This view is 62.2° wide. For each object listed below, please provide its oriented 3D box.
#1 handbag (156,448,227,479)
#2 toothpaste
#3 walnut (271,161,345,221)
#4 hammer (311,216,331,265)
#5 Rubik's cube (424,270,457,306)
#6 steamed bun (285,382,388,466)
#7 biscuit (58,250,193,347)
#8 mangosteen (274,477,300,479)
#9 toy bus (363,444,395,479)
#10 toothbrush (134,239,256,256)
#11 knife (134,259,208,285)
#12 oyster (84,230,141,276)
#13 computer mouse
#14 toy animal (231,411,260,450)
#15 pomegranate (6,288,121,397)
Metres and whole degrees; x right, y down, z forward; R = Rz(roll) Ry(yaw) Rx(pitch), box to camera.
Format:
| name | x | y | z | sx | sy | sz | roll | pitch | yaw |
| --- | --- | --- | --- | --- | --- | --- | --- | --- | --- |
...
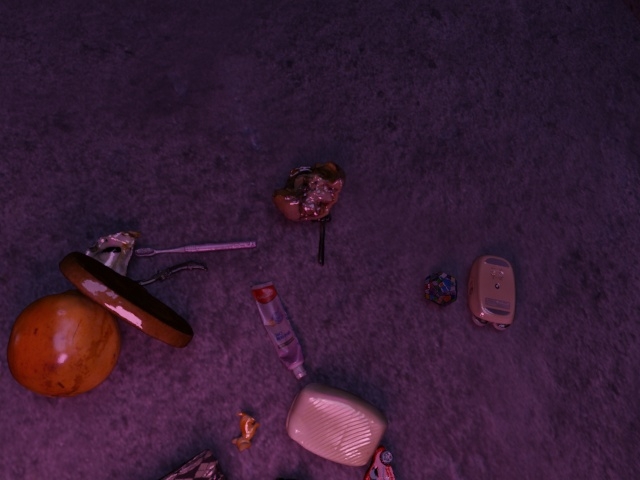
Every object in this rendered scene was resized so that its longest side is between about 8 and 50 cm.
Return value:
| name | x | y | z | sx | sy | sz | roll | pitch | yaw |
| --- | --- | --- | --- | --- | --- | --- | --- | --- | --- |
| handbag | -0.257 | 0.707 | 1.149 | 0.317 | 0.180 | 0.416 | -29 | 77 | -25 |
| toothpaste | -0.112 | 0.248 | 1.489 | 0.075 | 0.048 | 0.301 | -21 | 65 | -15 |
| walnut | -0.034 | -0.147 | 1.658 | 0.238 | 0.141 | 0.204 | -25 | 32 | -12 |
| hammer | 0.000 | 0.000 | 1.658 | 0.065 | 0.021 | 0.178 | 5 | 64 | -7 |
| Rubik's cube | 0.363 | 0.146 | 1.598 | 0.093 | 0.111 | 0.111 | 0 | 59 | 18 |
| steamed bun | 0.041 | 0.453 | 1.346 | 0.239 | 0.152 | 0.169 | 23 | 99 | 3 |
| biscuit | -0.486 | 0.151 | 1.339 | 0.367 | 0.314 | 0.063 | 38 | 82 | -20 |
| mangosteen | -0.089 | 0.629 | 1.252 | 0.151 | 0.137 | 0.137 | 10 | 54 | 35 |
| toy bus | 0.155 | 0.617 | 1.319 | 0.089 | 0.081 | 0.195 | -13 | 66 | -6 |
| toothbrush | -0.366 | 0.022 | 1.573 | 0.354 | 0.029 | 0.024 | -4 | 76 | -13 |
| knife | -0.438 | 0.092 | 1.528 | 0.222 | 0.021 | 0.045 | -13 | 68 | -17 |
| oyster | -0.602 | 0.056 | 1.498 | 0.133 | 0.072 | 0.208 | 16 | 80 | -8 |
| computer mouse | 0.525 | 0.156 | 1.628 | 0.145 | 0.082 | 0.236 | 10 | 63 | -5 |
| toy animal | -0.196 | 0.486 | 1.340 | 0.081 | 0.061 | 0.083 | 52 | 57 | -27 |
| pomegranate | -0.610 | 0.245 | 1.283 | 0.265 | 0.264 | 0.264 | 4 | 61 | -8 |
